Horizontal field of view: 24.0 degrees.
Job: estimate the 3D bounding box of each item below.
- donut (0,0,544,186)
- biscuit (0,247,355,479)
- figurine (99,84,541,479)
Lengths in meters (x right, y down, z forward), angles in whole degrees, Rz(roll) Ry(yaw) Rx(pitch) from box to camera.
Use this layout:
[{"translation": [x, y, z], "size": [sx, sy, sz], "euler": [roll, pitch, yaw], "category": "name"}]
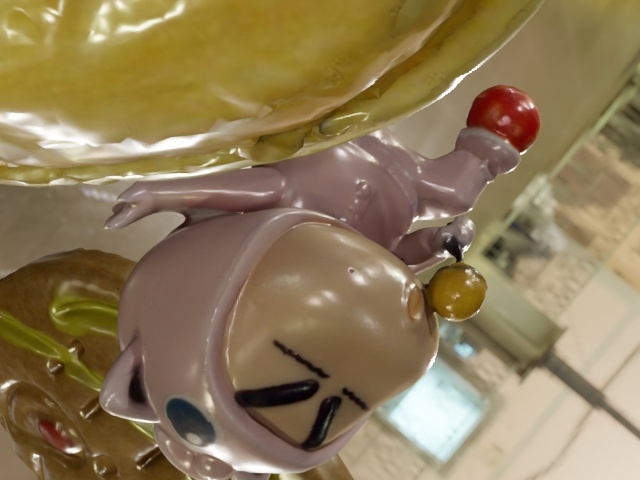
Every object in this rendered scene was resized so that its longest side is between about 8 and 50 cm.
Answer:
[{"translation": [-0.100, -0.217, 0.500], "size": [0.449, 0.449, 0.198], "euler": [-56, 180, 29], "category": "donut"}, {"translation": [-0.136, 0.192, 1.231], "size": [0.350, 0.394, 0.070], "euler": [-44, -178, 46], "category": "biscuit"}, {"translation": [0.000, 0.000, 0.831], "size": [0.186, 0.176, 0.287], "euler": [8, -121, 50], "category": "figurine"}]
